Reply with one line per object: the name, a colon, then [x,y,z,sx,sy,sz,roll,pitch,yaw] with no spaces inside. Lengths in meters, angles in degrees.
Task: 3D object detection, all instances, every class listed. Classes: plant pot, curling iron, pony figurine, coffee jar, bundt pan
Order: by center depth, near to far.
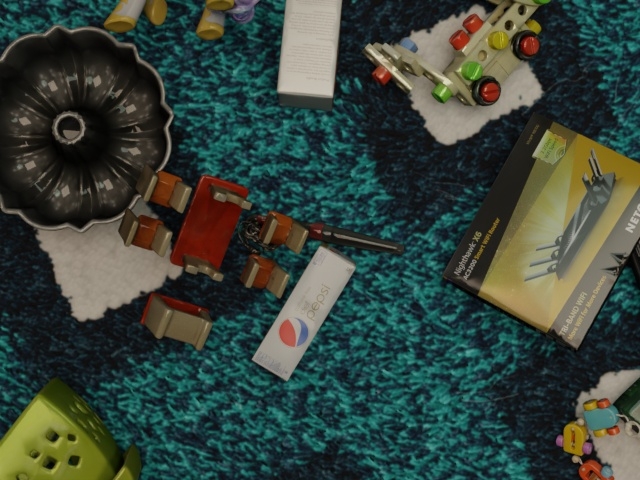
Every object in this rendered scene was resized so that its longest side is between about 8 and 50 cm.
plant pot: [-0.407,0.367,1.792,0.207,0.227,0.228,37,87,-4]
pony figurine: [-0.174,-0.507,1.820,0.350,0.303,0.364,-6,71,25]
coffee jar: [0.560,0.230,1.862,0.096,0.079,0.184,40,87,2]
bundt pan: [-0.391,-0.171,1.868,0.330,0.124,0.331,0,86,0]
curling iron: [0.000,0.000,1.902,0.273,0.035,0.068,5,99,-1]

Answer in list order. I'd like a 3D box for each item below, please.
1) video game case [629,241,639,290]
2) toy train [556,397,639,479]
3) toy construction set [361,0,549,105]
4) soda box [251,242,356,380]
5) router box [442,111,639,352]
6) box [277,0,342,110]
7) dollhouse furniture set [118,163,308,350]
video game case: [0.631,0.051,1.852,0.248,0.035,0.275,-13,66,0]
toy train: [0.450,0.323,1.855,0.125,0.046,0.166,37,126,21]
toy construction set: [0.233,-0.342,1.862,0.327,0.151,0.215,-43,112,5]
soda box: [-0.025,0.112,1.859,0.069,0.074,0.216,32,96,0]
router box: [0.374,-0.013,1.852,0.242,0.081,0.309,28,87,15]
box: [-0.016,-0.305,1.871,0.091,0.130,0.171,5,87,0]
dollhouse furniture set: [-0.193,0.026,1.818,0.262,0.135,0.259,19,99,-23]
